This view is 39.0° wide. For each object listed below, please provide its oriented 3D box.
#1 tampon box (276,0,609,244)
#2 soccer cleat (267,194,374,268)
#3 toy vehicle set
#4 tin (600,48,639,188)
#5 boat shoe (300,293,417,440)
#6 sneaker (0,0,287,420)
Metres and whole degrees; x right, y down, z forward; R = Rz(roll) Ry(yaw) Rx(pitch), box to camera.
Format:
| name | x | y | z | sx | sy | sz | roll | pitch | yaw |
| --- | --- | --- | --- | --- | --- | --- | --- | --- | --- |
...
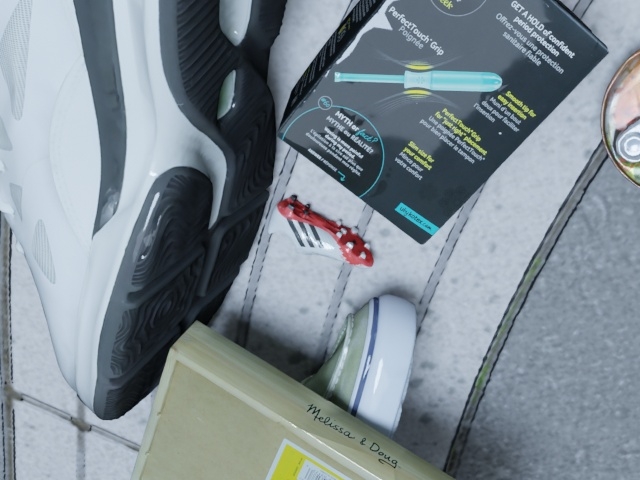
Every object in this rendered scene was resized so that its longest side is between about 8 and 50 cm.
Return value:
| name | x | y | z | sx | sy | sz | roll | pitch | yaw |
| --- | --- | --- | --- | --- | --- | --- | --- | --- | --- |
| tampon box | 0.070 | -0.105 | 0.563 | 0.120 | 0.101 | 0.161 | 37 | 112 | -13 |
| soccer cleat | 0.000 | 0.000 | 0.661 | 0.083 | 0.029 | 0.036 | 31 | 123 | -7 |
| toy vehicle set | -0.005 | 0.188 | 0.634 | 0.266 | 0.035 | 0.166 | 31 | 127 | 10 |
| tin | 0.270 | -0.099 | 0.568 | 0.189 | 0.040 | 0.106 | -29 | 84 | 20 |
| boat shoe | -0.010 | 0.166 | 0.697 | 0.094 | 0.109 | 0.302 | 19 | 118 | -2 |
| sneaker | -0.170 | -0.097 | 0.579 | 0.257 | 0.169 | 0.448 | 27 | 129 | 15 |
